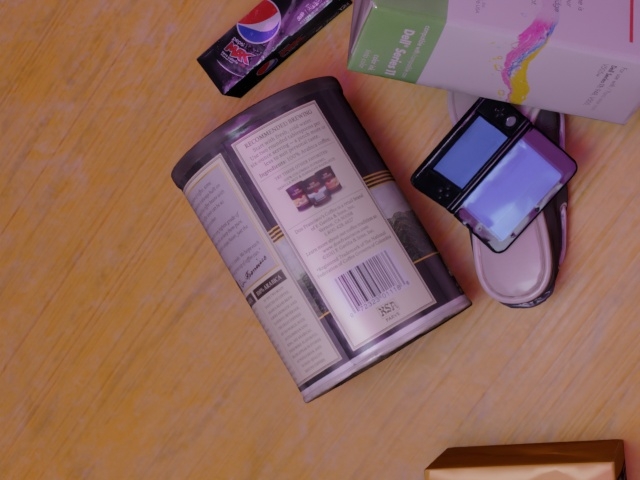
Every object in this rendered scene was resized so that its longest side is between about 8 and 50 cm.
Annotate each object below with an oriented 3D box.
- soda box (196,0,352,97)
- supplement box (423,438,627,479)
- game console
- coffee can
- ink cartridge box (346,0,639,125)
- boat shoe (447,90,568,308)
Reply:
[{"bbox_3d":[-0.050,-0.228,1.521,0.169,0.060,0.053,-39,80,14],"label":"soda box"},{"bbox_3d":[0.219,0.313,1.426,0.191,0.129,0.194,-5,91,16],"label":"supplement box"},{"bbox_3d":[0.170,-0.066,1.370,0.122,0.107,0.071,-49,45,11],"label":"game console"},{"bbox_3d":[0.000,0.000,1.441,0.202,0.201,0.275,-32,83,15],"label":"coffee can"},{"bbox_3d":[0.215,-0.238,1.335,0.354,0.119,0.207,11,63,-7],"label":"ink cartridge box"},{"bbox_3d":[0.198,-0.097,1.449,0.112,0.095,0.335,-3,86,20],"label":"boat shoe"}]
